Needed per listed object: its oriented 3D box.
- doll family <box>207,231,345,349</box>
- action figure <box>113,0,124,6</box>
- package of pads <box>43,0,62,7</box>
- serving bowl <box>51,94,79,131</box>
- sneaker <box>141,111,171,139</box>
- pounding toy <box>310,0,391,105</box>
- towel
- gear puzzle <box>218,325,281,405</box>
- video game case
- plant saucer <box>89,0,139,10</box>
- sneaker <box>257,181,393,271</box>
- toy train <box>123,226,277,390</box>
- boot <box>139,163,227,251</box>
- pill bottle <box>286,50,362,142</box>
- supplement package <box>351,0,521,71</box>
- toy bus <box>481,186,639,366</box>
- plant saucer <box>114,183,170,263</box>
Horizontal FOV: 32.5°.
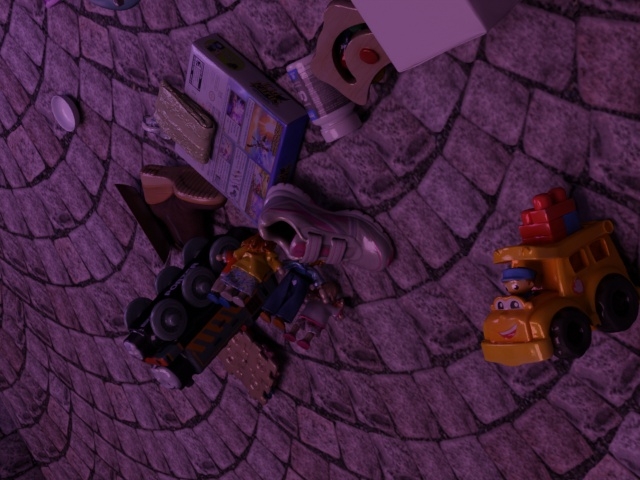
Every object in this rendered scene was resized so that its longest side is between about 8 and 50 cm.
[{"bbox_3d":[-0.072,0.067,1.970,0.263,0.163,0.118,27,157,9],"label":"doll family"},{"bbox_3d":[-0.373,-0.561,1.793,0.330,0.341,0.178,-42,39,35],"label":"action figure"},{"bbox_3d":[-0.530,-0.501,2.194,0.083,0.032,0.050,-11,105,52],"label":"package of pads"},{"bbox_3d":[-0.550,-0.281,2.389,0.083,0.027,0.083,29,135,33],"label":"serving bowl"},{"bbox_3d":[-0.301,-0.233,2.124,0.135,0.052,0.058,24,110,49],"label":"sneaker"},{"bbox_3d":[0.093,-0.330,1.568,0.154,0.155,0.269,21,149,0],"label":"pounding toy"},{"bbox_3d":[-0.249,-0.213,1.988,0.148,0.027,0.110,42,143,21],"label":"towel"},{"bbox_3d":[-0.201,0.191,2.339,0.339,0.044,0.175,44,144,21],"label":"gear puzzle"},{"bbox_3d":[-0.147,-0.192,1.958,0.244,0.061,0.269,43,142,21],"label":"video game case"},{"bbox_3d":[-0.431,-0.570,2.018,0.317,0.044,0.317,30,136,33],"label":"plant saucer"},{"bbox_3d":[0.000,0.000,1.868,0.252,0.111,0.103,21,134,15],"label":"sneaker"},{"bbox_3d":[-0.225,0.129,2.085,0.142,0.334,0.190,-3,129,49],"label":"toy train"},{"bbox_3d":[-0.244,-0.050,2.187,0.248,0.090,0.207,16,140,41],"label":"boot"},{"bbox_3d":[0.008,-0.230,1.735,0.078,0.078,0.137,-15,105,53],"label":"pill bottle"},{"bbox_3d":[0.117,-0.392,1.362,0.175,0.177,0.293,-16,113,54],"label":"supplement package"},{"bbox_3d":[0.307,0.044,1.487,0.149,0.220,0.211,-6,106,56],"label":"toy bus"},{"bbox_3d":[-0.366,-0.042,2.297,0.198,0.036,0.198,56,172,13],"label":"plant saucer"}]
